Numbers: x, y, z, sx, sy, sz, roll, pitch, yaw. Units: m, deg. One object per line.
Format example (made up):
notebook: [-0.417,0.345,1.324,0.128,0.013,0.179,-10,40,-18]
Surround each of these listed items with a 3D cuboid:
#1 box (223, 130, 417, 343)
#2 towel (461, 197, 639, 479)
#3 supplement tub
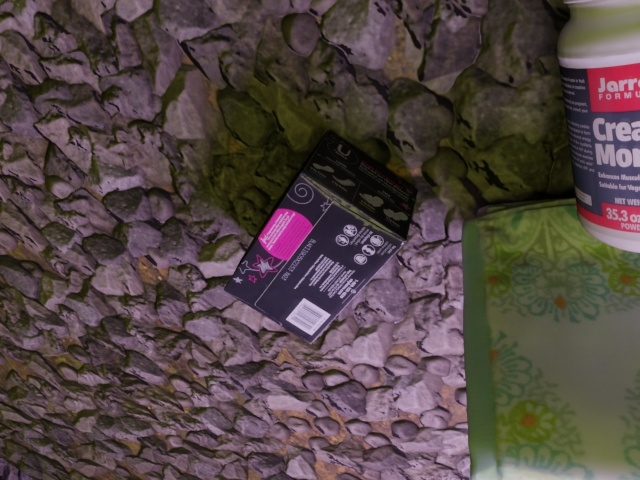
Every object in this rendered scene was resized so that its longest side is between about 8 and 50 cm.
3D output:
box: [0.000,0.000,0.779,0.163,0.142,0.247,33,128,-7]
towel: [0.325,0.098,0.606,0.320,0.374,0.090,-5,141,20]
supplement tub: [0.341,-0.140,0.531,0.191,0.191,0.272,-9,113,23]
